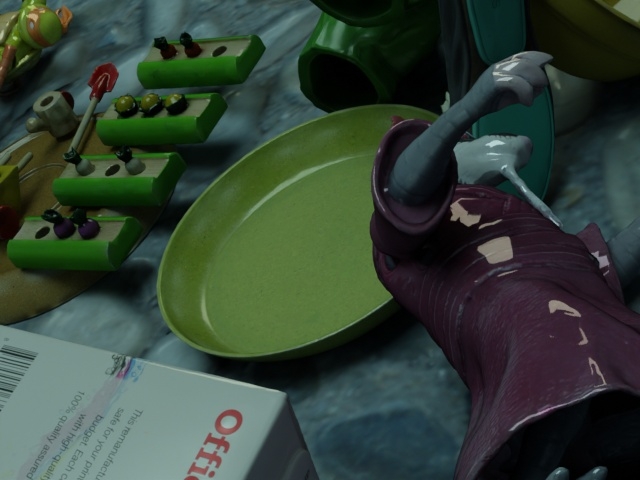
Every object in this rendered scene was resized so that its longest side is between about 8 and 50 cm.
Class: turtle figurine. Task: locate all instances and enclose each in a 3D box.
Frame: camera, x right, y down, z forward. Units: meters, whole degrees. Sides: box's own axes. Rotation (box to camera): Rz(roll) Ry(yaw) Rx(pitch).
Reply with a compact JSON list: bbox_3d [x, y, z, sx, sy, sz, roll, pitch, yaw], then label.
[{"bbox_3d":[-0.303,-0.188,1.624,0.217,0.087,0.269,-12,48,38],"label":"turtle figurine"}]

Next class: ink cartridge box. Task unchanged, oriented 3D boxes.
[{"bbox_3d":[-0.133,0.172,0.954,0.232,0.168,0.171,12,54,25],"label":"ink cartridge box"}]

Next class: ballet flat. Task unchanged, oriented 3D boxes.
[{"bbox_3d":[0.109,-0.112,1.140,0.074,0.203,0.074,-9,23,4],"label":"ballet flat"}]

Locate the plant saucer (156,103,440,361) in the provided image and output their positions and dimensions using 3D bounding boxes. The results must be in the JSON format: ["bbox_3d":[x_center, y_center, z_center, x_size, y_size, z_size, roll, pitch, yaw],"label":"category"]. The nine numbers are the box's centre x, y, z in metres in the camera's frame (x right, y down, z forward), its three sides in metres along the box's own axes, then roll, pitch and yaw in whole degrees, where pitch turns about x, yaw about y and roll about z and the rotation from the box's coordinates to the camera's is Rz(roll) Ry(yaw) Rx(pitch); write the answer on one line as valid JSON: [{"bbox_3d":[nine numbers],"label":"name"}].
[{"bbox_3d":[0.000,0.000,1.214,0.241,0.037,0.241,-20,37,16],"label":"plant saucer"}]

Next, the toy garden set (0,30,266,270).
[{"bbox_3d":[-0.185,-0.083,1.387,0.204,0.049,0.244,1,47,37],"label":"toy garden set"}]

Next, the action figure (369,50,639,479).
[{"bbox_3d":[0.119,0.053,0.980,0.276,0.248,0.370,-56,34,13],"label":"action figure"}]

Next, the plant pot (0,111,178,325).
[{"bbox_3d":[-0.226,-0.028,1.423,0.236,0.032,0.236,-20,38,17],"label":"plant pot"}]

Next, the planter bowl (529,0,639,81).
[{"bbox_3d":[0.185,-0.174,1.196,0.090,0.217,0.217,-54,21,37],"label":"planter bowl"}]

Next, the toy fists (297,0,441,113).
[{"bbox_3d":[0.056,-0.194,1.239,0.096,0.279,0.142,23,69,8],"label":"toy fists"}]
